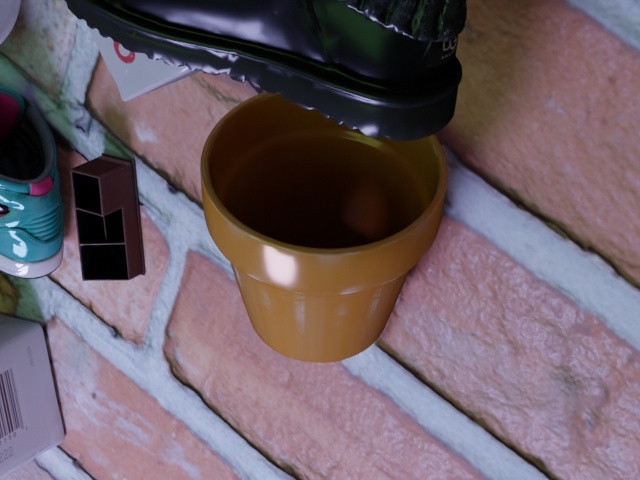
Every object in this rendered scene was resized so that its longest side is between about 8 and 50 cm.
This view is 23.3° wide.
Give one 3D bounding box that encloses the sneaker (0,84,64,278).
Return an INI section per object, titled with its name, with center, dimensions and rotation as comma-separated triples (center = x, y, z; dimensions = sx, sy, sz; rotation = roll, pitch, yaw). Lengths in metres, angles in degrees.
[sneaker]
center = -0.389, -0.101, 1.655
dimensions = 0.295, 0.124, 0.178
rotation = 31, 133, 15

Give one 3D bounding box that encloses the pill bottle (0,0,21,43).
[pill bottle]
center = -0.449, -0.254, 1.615
dimensions = 0.264, 0.153, 0.153
rotation = -1, 110, 41

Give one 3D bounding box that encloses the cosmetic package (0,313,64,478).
[cosmetic package]
center = -0.550, 0.176, 1.855
dimensions = 0.453, 0.230, 0.162
rotation = 10, 117, 38

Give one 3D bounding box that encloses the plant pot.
[plant pot]
center = 0.000, 0.000, 1.343
dimensions = 0.205, 0.205, 0.188
rotation = 32, 143, 25

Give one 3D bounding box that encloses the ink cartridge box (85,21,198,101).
[ink cartridge box]
center = -0.055, -0.308, 1.250
dimensions = 0.384, 0.160, 0.279
rotation = -19, 98, 43

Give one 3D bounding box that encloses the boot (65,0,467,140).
[boot]
center = -0.030, -0.243, 1.057
dimensions = 0.347, 0.131, 0.260
rotation = 21, 131, 16

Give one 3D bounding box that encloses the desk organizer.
[desk organizer]
center = -0.220, -0.019, 1.606
dimensions = 0.047, 0.050, 0.130
rotation = 15, 120, 35
